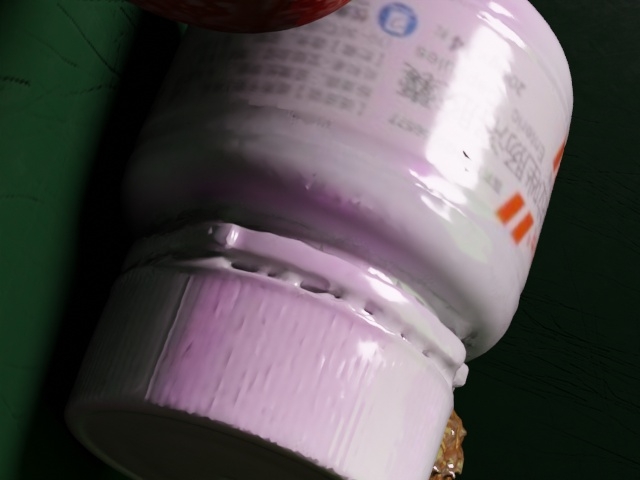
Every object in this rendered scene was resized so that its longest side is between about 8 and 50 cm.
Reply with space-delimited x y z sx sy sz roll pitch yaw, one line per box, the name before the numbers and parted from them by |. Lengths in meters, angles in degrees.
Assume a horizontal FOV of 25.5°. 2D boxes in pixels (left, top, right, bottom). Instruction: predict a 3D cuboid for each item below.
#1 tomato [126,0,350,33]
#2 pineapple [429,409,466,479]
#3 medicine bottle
tomato | -0.034 -0.220 0.548 0.270 0.227 0.270 -156 -90 -81
pineapple | -0.004 0.285 1.314 0.202 0.202 0.362 84 26 -54
medicine bottle | 0.000 0.000 0.863 0.256 0.256 0.325 80 27 -61
